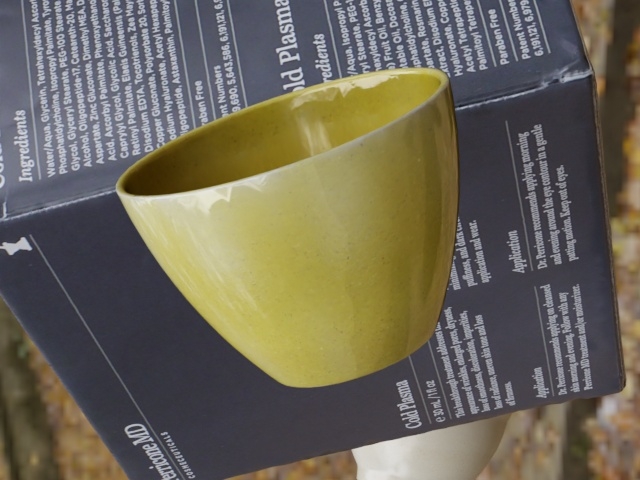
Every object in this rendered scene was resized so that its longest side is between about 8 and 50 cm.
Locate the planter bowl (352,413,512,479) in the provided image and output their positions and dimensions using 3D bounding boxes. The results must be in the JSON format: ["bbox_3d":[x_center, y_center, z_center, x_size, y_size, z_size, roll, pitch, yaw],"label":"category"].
[{"bbox_3d":[0.094,0.191,1.732,0.162,0.162,0.109,166,119,-74],"label":"planter bowl"}]

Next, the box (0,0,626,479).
[{"bbox_3d":[-0.007,-0.028,1.022,0.343,0.312,0.179,71,-174,-57],"label":"box"}]

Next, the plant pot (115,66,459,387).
[{"bbox_3d":[0.000,0.000,0.703,0.134,0.134,0.095,-145,34,-72],"label":"plant pot"}]
